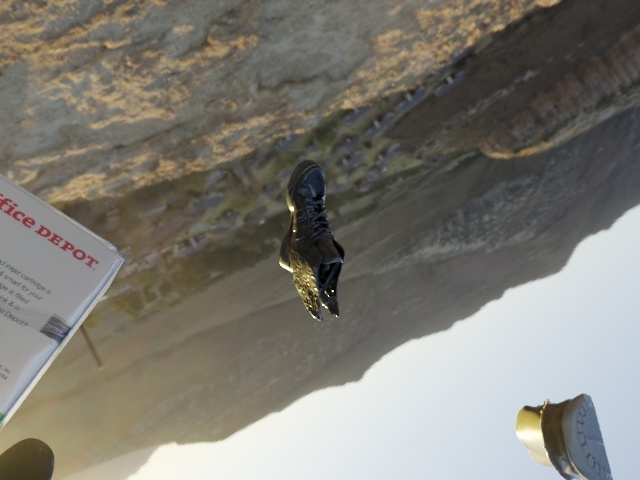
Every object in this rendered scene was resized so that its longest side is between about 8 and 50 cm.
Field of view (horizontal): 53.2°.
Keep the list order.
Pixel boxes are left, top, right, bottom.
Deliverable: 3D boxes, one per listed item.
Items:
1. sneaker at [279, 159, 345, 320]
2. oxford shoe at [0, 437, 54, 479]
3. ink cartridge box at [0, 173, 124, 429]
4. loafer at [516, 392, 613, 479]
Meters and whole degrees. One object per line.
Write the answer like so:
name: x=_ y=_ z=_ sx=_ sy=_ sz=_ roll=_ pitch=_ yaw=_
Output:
sneaker: x=-0.002 y=0.000 z=0.733 sx=0.051 sy=0.089 sz=0.170 roll=-11 pitch=123 yaw=-39
oxford shoe: x=-0.392 y=0.324 z=0.754 sx=0.076 sy=0.076 sz=0.212 roll=-42 pitch=-165 yaw=27
ink cartridge box: x=-0.391 y=0.085 z=0.705 sx=0.121 sy=0.211 sz=0.289 roll=-44 pitch=-166 yaw=49
loafer: x=0.260 y=0.220 z=0.694 sx=0.088 sy=0.094 sz=0.251 roll=-15 pitch=159 yaw=20
